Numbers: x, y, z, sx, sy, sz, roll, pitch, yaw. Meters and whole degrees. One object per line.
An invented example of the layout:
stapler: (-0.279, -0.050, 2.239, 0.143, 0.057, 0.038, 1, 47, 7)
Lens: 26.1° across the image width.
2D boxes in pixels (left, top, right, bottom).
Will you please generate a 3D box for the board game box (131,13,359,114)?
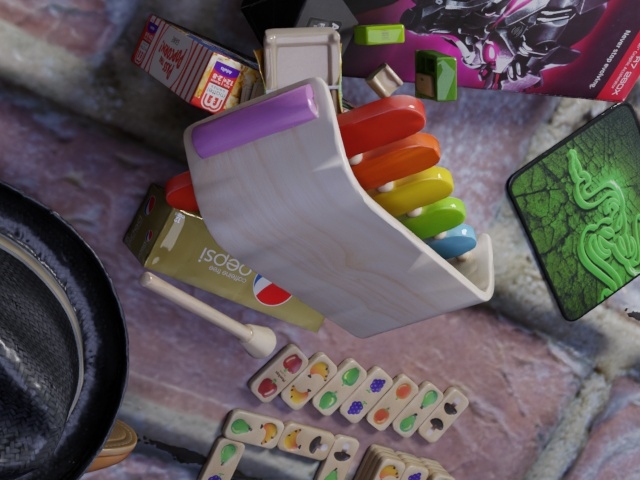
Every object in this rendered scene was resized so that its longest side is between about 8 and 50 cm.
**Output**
board game box: (-0.037, -0.111, 1.092, 0.193, 0.147, 0.045, 20, 100, -30)

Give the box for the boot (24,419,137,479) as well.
boot: (-0.254, 0.226, 1.171, 0.197, 0.073, 0.152, -4, 114, -17)

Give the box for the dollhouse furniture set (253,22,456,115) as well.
dollhouse furniture set: (0.022, -0.123, 1.027, 0.152, 0.058, 0.076, -5, 102, -13)

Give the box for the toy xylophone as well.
toy xylophone: (0.000, 0.000, 1.054, 0.236, 0.081, 0.322, -15, 152, 16)

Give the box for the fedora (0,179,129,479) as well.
fedora: (-0.299, 0.096, 1.005, 0.334, 0.152, 0.334, -2, 100, -14)

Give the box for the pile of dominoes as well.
pile of dominoes: (0.018, 0.211, 1.310, 0.251, 0.040, 0.196, 19, 101, -31)

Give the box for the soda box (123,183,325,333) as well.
soda box: (-0.072, 0.017, 1.175, 0.181, 0.061, 0.058, 22, 100, -31)

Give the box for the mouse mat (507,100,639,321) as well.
mouse mat: (0.273, -0.026, 1.358, 0.153, 0.007, 0.189, -35, 122, -10)

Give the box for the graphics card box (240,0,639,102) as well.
graphics card box: (0.145, -0.236, 1.102, 0.371, 0.094, 0.232, 3, 132, -31)
